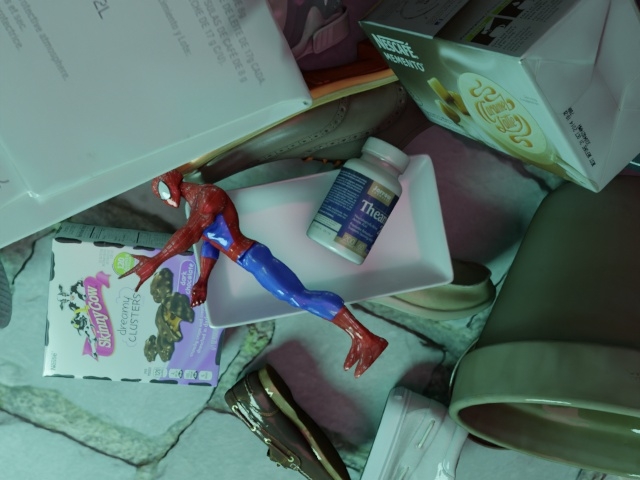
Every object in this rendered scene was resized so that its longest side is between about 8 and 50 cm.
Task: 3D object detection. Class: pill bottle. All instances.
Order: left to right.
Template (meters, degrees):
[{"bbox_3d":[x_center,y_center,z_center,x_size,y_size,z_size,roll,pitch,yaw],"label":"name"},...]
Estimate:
[{"bbox_3d":[0.042,-0.041,0.712,0.067,0.067,0.120,29,90,-18],"label":"pill bottle"}]

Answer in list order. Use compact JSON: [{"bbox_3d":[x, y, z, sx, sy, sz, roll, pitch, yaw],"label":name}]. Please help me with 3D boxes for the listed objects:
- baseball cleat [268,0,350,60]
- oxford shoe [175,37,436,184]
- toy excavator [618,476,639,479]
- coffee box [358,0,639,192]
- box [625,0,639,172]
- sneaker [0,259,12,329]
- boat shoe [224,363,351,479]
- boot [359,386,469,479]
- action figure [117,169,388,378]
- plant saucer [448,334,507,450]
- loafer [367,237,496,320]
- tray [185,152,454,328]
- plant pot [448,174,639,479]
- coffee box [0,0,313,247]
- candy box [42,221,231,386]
[{"bbox_3d":[0.004,-0.282,0.740,0.109,0.072,0.206,28,105,-32],"label":"baseball cleat"},{"bbox_3d":[0.011,-0.120,0.756,0.363,0.130,0.133,-23,116,-3],"label":"oxford shoe"},{"bbox_3d":[0.561,0.100,0.898,0.432,0.222,0.445,-18,118,-3],"label":"toy excavator"},{"bbox_3d":[0.155,-0.153,0.595,0.098,0.246,0.141,-44,123,-2],"label":"coffee box"},{"bbox_3d":[0.285,-0.230,0.680,0.182,0.294,0.296,-42,110,4],"label":"box"},{"bbox_3d":[-0.455,0.002,0.727,0.161,0.102,0.282,-31,100,4],"label":"sneaker"},{"bbox_3d":[-0.040,0.251,0.893,0.073,0.073,0.207,-35,103,4],"label":"boat shoe"},{"bbox_3d":[0.112,0.327,0.916,0.123,0.095,0.258,19,103,8],"label":"boot"},{"bbox_3d":[-0.081,0.052,0.694,0.280,0.091,0.139,45,80,-3],"label":"action figure"},{"bbox_3d":[0.262,0.188,0.946,0.198,0.036,0.199,-3,108,-10],"label":"plant saucer"},{"bbox_3d":[0.088,0.027,0.827,0.268,0.102,0.092,8,112,-12],"label":"loafer"},{"bbox_3d":[0.000,0.000,0.760,0.270,0.030,0.145,-11,93,-3],"label":"tray"},{"bbox_3d":[0.323,0.092,0.778,0.323,0.323,0.280,21,67,-16],"label":"plant pot"},{"bbox_3d":[-0.251,-0.205,0.566,0.338,0.334,0.338,-26,109,-4],"label":"coffee box"},{"bbox_3d":[-0.207,0.075,0.803,0.196,0.070,0.165,6,105,-13],"label":"candy box"}]
